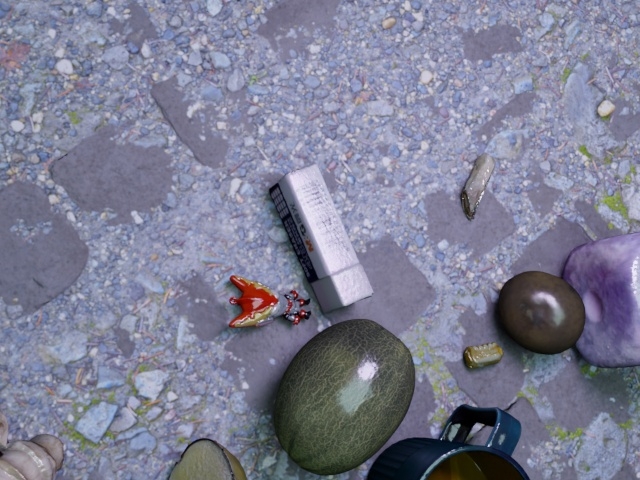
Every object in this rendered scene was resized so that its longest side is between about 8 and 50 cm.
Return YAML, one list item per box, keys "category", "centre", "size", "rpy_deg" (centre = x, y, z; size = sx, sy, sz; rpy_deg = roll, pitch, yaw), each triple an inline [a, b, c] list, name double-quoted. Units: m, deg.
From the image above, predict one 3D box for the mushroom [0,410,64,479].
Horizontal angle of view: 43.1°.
- category: "mushroom"
  centre: [-0.558, 0.429, 1.411]
  size: [0.189, 0.195, 0.253]
  rpy_deg: [-35, 92, 17]

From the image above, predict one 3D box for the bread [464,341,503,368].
- category: "bread"
  centre: [0.347, 0.244, 1.730]
  size: [0.088, 0.033, 0.049]
  rpy_deg: [-11, 70, -20]

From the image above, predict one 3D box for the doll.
- category: "doll"
  centre: [-0.103, 0.130, 1.624]
  size: [0.169, 0.057, 0.109]
  rpy_deg: [10, 63, -27]

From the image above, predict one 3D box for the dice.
- category: "dice"
  centre: [0.693, 0.122, 1.713]
  size: [0.271, 0.270, 0.270]
  rpy_deg: [-6, 83, -15]

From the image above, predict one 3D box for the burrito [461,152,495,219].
- category: "burrito"
  centre: [0.343, -0.122, 1.781]
  size: [0.055, 0.041, 0.149]
  rpy_deg: [31, 75, -22]

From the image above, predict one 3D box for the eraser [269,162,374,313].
- category: "eraser"
  centre: [0.000, 0.000, 1.632]
  size: [0.086, 0.130, 0.287]
  rpy_deg: [-22, 86, -20]

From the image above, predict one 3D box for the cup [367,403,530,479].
- category: "cup"
  centre: [0.232, 0.466, 1.532]
  size: [0.242, 0.292, 0.308]
  rpy_deg: [4, 80, -14]

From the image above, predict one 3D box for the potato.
- category: "potato"
  centre: [-0.186, 0.475, 1.514]
  size: [0.117, 0.182, 0.202]
  rpy_deg: [13, 54, -49]

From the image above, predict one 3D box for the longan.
- category: "longan"
  centre: [0.463, 0.150, 1.706]
  size: [0.187, 0.167, 0.167]
  rpy_deg: [40, 74, -7]

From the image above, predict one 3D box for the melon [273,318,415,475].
- category: "melon"
  centre: [0.042, 0.296, 1.537]
  size: [0.237, 0.237, 0.301]
  rpy_deg: [40, 77, -5]
